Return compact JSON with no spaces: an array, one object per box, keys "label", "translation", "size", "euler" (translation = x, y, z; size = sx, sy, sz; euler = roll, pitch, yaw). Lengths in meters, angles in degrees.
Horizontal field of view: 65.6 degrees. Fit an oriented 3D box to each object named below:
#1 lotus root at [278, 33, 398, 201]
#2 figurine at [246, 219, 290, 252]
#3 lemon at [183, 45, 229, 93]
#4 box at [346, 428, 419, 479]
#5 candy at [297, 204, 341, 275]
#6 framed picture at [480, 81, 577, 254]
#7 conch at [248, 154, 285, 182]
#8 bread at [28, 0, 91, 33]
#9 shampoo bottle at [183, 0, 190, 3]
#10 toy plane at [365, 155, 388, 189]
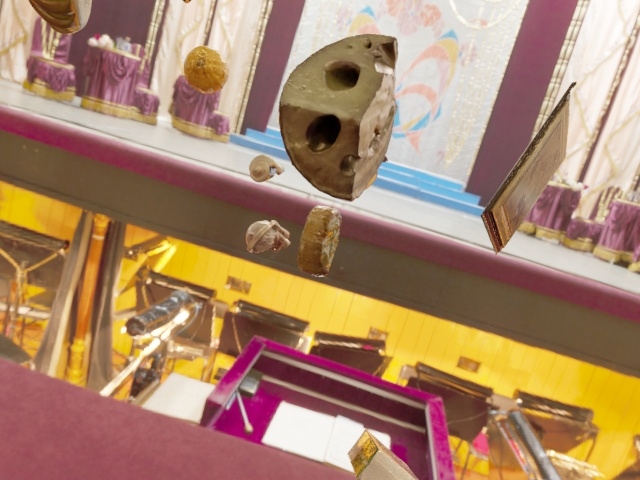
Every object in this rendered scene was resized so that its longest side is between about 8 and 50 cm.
[{"label":"lotus root","translation":[0.035,-0.208,0.824],"size":[0.141,0.210,0.314],"euler":[11,36,17]},{"label":"figurine","translation":[-0.219,-0.010,2.005],"size":[0.141,0.162,0.237],"euler":[45,10,11]},{"label":"lemon","translation":[-0.290,-0.432,1.260],"size":[0.114,0.114,0.155],"euler":[16,9,0]},{"label":"box","translation":[0.139,0.504,1.084],"size":[0.135,0.081,0.199],"euler":[41,-7,4]},{"label":"candy","translation":[0.000,0.000,1.778],"size":[0.118,0.260,0.260],"euler":[14,10,10]},{"label":"framed picture","translation":[0.285,-0.080,0.673],"size":[0.010,0.199,0.195],"euler":[34,0,30]},{"label":"conch","translation":[-0.178,-0.239,1.713],"size":[0.176,0.104,0.094],"euler":[16,43,-63]},{"label":"bread","translation":[-0.711,-0.730,1.326],"size":[0.160,0.333,0.333],"euler":[2,14,-16]},{"label":"shampoo bottle","translation":[-0.489,-0.827,1.552],"size":[0.214,0.072,0.072],"euler":[40,11,0]},{"label":"toy plane","translation":[0.118,-0.238,1.528],"size":[0.118,0.252,0.252],"euler":[38,19,23]}]
